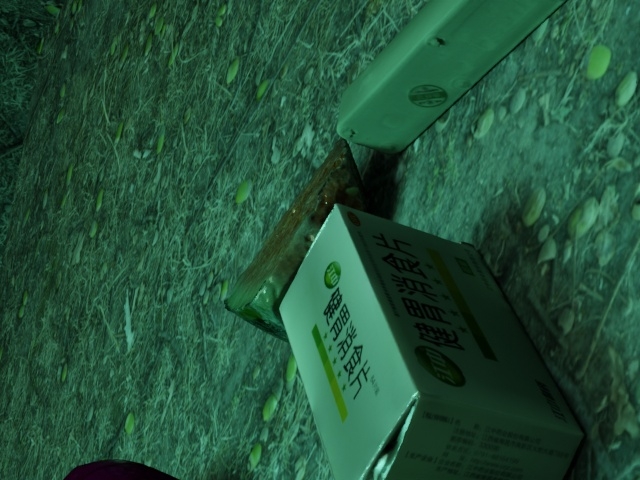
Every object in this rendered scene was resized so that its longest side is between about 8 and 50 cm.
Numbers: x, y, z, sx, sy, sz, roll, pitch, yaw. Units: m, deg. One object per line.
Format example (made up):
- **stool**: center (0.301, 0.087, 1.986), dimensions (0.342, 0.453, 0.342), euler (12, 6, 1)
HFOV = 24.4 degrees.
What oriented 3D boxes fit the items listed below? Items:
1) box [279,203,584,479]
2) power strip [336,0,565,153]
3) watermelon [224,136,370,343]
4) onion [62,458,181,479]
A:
- **box**: center (0.091, 0.123, 1.369), dimensions (0.145, 0.173, 0.333), euler (-64, 25, 25)
- **power strip**: center (0.130, -0.203, 1.605), dimensions (0.385, 0.091, 0.062), euler (-42, 37, 52)
- **watermelon**: center (0.000, 0.000, 1.751), dimensions (0.257, 0.140, 0.193), euler (-64, 18, -1)
- **onion**: center (-0.334, 0.441, 1.832), dimensions (0.398, 0.420, 0.398), euler (-161, 90, -77)
